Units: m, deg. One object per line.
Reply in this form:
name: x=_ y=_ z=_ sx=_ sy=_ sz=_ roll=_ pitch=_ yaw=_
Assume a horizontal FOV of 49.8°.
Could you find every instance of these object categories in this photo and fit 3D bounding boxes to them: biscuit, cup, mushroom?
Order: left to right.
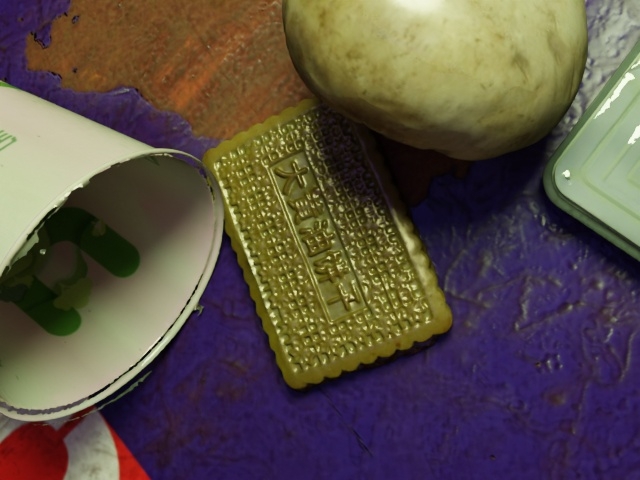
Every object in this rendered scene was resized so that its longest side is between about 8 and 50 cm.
cup: x=-0.264 y=-0.018 z=0.613 sx=0.274 sy=0.253 sz=0.253 roll=30 pitch=97 yaw=22
biscuit: x=0.000 y=0.000 z=0.636 sx=0.172 sy=0.029 sz=0.254 roll=-24 pitch=82 yaw=14
mushroom: x=0.084 y=-0.173 z=0.535 sx=0.255 sy=0.184 sz=0.255 roll=2 pitch=65 yaw=-4

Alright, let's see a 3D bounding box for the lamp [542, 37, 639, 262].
lamp: x=0.352 y=-0.072 z=0.524 sx=0.269 sy=0.047 sz=0.266 roll=37 pitch=100 yaw=14
